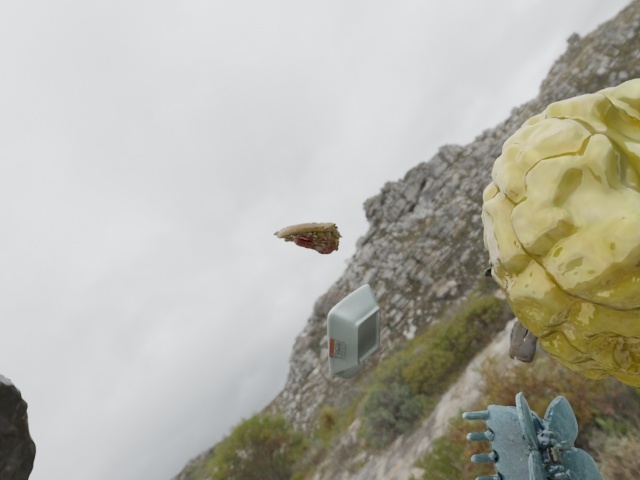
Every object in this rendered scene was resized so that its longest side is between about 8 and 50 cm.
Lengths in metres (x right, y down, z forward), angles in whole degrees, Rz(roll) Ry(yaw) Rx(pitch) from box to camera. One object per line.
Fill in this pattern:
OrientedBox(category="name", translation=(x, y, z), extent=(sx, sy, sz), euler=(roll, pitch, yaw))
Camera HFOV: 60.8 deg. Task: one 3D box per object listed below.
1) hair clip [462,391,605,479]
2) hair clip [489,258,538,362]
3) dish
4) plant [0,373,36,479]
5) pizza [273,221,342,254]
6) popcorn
OrientedBox(category="hair clip", translation=(0.563, 0.601, 1.500), extent=(0.392, 0.318, 0.238), euler=(13, -32, -37))
OrientedBox(category="hair clip", translation=(0.383, 0.098, 0.982), extent=(0.069, 0.173, 0.300), euler=(-52, -32, -42))
OrientedBox(category="dish", translation=(0.091, 0.235, 1.290), extent=(0.154, 0.064, 0.234), euler=(-32, -48, -40))
OrientedBox(category="plant", translation=(-0.402, 0.199, 0.508), extent=(0.204, 0.234, 0.178), euler=(-37, -53, -64))
OrientedBox(category="pizza", translation=(-0.006, -0.004, 0.757), extent=(0.099, 0.100, 0.029), euler=(148, 130, -66))
OrientedBox(category="popcorn", translation=(0.363, -0.006, 0.573), extent=(0.349, 0.348, 0.382), euler=(-43, 21, -27))
